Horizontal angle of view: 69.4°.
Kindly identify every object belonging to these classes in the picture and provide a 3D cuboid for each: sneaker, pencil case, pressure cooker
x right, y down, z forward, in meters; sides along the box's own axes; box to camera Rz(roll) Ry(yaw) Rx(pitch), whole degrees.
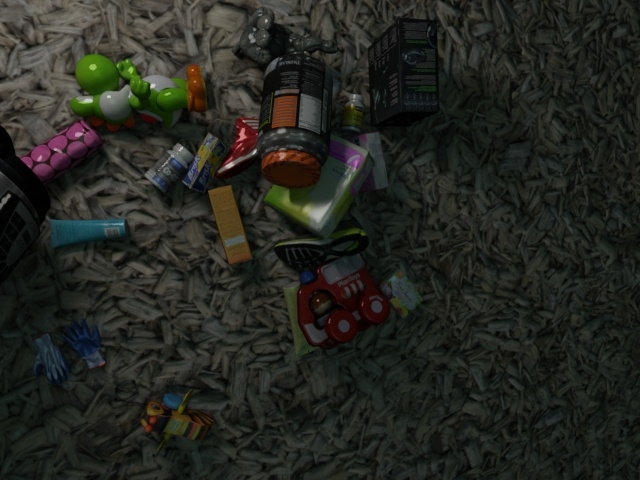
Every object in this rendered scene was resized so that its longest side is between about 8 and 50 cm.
[{"bbox_3d":[-0.251,-0.289,1.413,0.221,0.087,0.128,-34,85,-13],"label":"sneaker"},{"bbox_3d":[-0.714,-0.249,1.274,0.209,0.095,0.098,-37,75,-12],"label":"pencil case"},{"bbox_3d":[0.000,0.000,1.475,0.300,0.121,0.111,-9,130,1],"label":"sneaker"},{"bbox_3d":[-0.855,-0.086,1.048,0.375,0.370,0.420,60,39,-42],"label":"pressure cooker"}]

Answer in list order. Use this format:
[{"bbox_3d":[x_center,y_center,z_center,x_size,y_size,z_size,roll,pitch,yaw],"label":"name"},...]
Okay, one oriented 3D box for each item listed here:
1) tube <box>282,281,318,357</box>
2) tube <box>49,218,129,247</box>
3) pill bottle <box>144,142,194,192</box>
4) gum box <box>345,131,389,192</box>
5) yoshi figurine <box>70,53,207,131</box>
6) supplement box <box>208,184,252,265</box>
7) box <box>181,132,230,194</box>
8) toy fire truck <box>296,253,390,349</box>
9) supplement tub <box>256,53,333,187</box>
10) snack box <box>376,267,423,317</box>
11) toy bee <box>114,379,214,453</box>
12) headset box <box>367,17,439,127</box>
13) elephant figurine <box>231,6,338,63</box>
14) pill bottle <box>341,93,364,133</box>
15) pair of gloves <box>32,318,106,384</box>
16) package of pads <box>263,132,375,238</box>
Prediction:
[{"bbox_3d":[-0.067,0.254,1.494,0.070,0.062,0.240,-11,102,21],"label":"tube"},{"bbox_3d":[-0.662,-0.028,1.321,0.207,0.052,0.080,-5,90,-10],"label":"tube"},{"bbox_3d":[-0.440,-0.214,1.352,0.078,0.078,0.137,42,83,-13],"label":"pill bottle"},{"bbox_3d":[0.147,-0.253,1.487,0.062,0.107,0.188,-16,98,-36],"label":"gum box"},{"bbox_3d":[-0.508,-0.435,1.276,0.362,0.203,0.203,-11,80,-12],"label":"yoshi figurine"},{"bbox_3d":[-0.276,-0.047,1.407,0.080,0.078,0.233,-19,98,-14],"label":"supplement box"},{"bbox_3d":[-0.338,-0.225,1.360,0.054,0.059,0.169,23,100,-52],"label":"box"},{"bbox_3d":[0.053,0.189,1.464,0.302,0.169,0.254,-24,79,-25],"label":"toy fire truck"},{"bbox_3d":[-0.072,-0.335,1.317,0.207,0.207,0.338,9,70,-15],"label":"supplement tub"},{"bbox_3d":[0.274,0.181,1.589,0.100,0.037,0.141,-40,102,-11],"label":"snack box"},{"bbox_3d":[-0.459,0.529,1.347,0.298,0.162,0.195,6,93,-15],"label":"toy bee"},{"bbox_3d":[0.253,-0.497,1.437,0.131,0.246,0.283,-4,93,-15],"label":"headset box"},{"bbox_3d":[-0.106,-0.577,1.393,0.239,0.186,0.169,2,130,-40],"label":"elephant figurine"},{"bbox_3d":[0.107,-0.409,1.497,0.065,0.065,0.116,9,90,-15],"label":"pill bottle"},{"bbox_3d":[-0.731,0.324,1.332,0.198,0.023,0.159,-22,98,-14],"label":"pair of gloves"},{"bbox_3d":[0.003,-0.177,1.410,0.229,0.101,0.296,31,85,24],"label":"package of pads"}]
